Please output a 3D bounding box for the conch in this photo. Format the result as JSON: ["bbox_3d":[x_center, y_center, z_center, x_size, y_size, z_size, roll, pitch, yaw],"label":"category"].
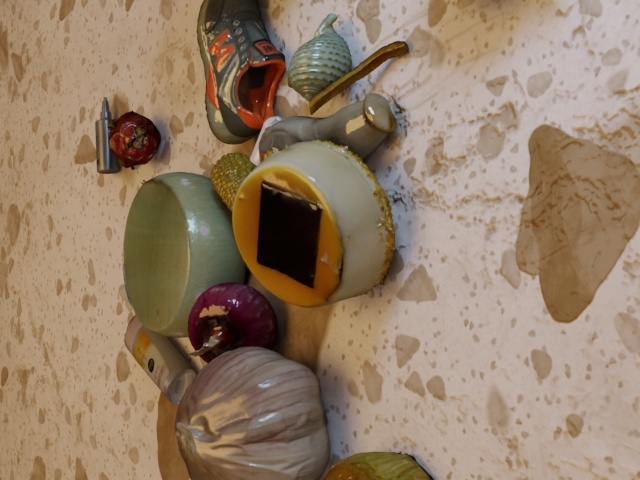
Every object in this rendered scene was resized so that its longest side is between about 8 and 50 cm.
[{"bbox_3d":[0.000,-0.304,1.647,0.153,0.102,0.135,-54,17,-27],"label":"conch"}]

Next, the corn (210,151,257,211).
[{"bbox_3d":[-0.125,-0.067,1.814,0.293,0.106,0.106,52,129,42],"label":"corn"}]

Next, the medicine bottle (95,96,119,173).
[{"bbox_3d":[-0.552,-0.273,2.451,0.057,0.057,0.199,-14,77,53],"label":"medicine bottle"}]

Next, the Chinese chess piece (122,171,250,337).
[{"bbox_3d":[-0.289,0.030,2.001,0.349,0.146,0.349,-1,89,54],"label":"Chinese chess piece"}]

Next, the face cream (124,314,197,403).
[{"bbox_3d":[-0.368,0.267,2.165,0.269,0.073,0.107,38,111,49],"label":"face cream"}]

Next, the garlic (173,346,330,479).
[{"bbox_3d":[-0.131,0.338,1.675,0.317,0.259,0.317,-5,84,51],"label":"garlic"}]

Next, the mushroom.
[{"bbox_3d":[0.006,-0.174,1.648,0.351,0.097,0.109,-7,94,50],"label":"mushroom"}]

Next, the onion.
[{"bbox_3d":[-0.168,0.166,1.812,0.153,0.177,0.177,149,122,-89],"label":"onion"}]

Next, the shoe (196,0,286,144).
[{"bbox_3d":[-0.139,-0.361,1.831,0.171,0.132,0.336,-4,87,49],"label":"shoe"}]

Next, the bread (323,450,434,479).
[{"bbox_3d":[0.078,0.459,1.483,0.227,0.142,0.253,52,127,32],"label":"bread"}]

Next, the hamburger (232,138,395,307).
[{"bbox_3d":[-0.007,-0.030,1.564,0.294,0.179,0.276,22,124,33],"label":"hamburger"}]

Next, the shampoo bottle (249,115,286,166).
[{"bbox_3d":[-0.090,-0.190,1.795,0.043,0.072,0.099,35,118,22],"label":"shampoo bottle"}]

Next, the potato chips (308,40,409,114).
[{"bbox_3d":[0.060,-0.272,1.572,0.204,0.026,0.037,-30,39,22],"label":"potato chips"}]

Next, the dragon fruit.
[{"bbox_3d":[-0.453,-0.226,2.274,0.246,0.125,0.125,128,164,-65],"label":"dragon fruit"}]
